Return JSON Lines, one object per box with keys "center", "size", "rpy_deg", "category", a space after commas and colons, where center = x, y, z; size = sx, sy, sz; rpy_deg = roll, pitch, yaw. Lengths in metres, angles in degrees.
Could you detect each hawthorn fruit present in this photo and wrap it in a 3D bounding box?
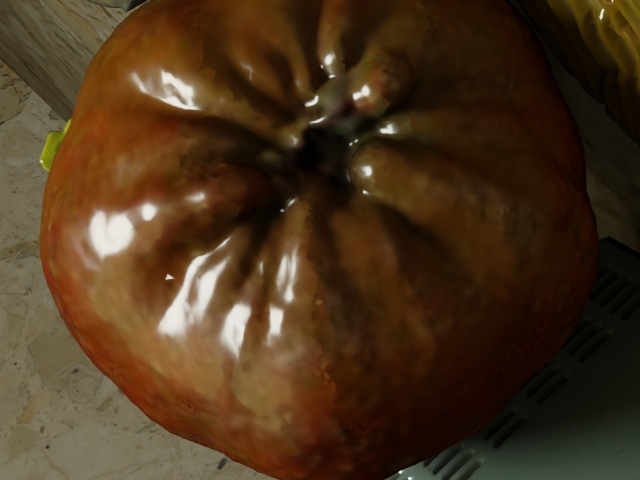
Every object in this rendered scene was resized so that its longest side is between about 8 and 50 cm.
{"center": [0.002, -0.004, 0.593], "size": [0.258, 0.258, 0.262], "rpy_deg": [39, 161, 36], "category": "hawthorn fruit"}

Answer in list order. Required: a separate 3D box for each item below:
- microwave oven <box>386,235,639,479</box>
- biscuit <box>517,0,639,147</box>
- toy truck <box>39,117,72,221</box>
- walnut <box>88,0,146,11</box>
{"center": [0.188, 0.214, 0.732], "size": [0.218, 0.286, 0.355], "rpy_deg": [36, 167, 48], "category": "microwave oven"}
{"center": [0.130, -0.087, 0.491], "size": [0.228, 0.031, 0.176], "rpy_deg": [50, 171, -19], "category": "biscuit"}
{"center": [-0.109, -0.054, 0.969], "size": [0.181, 0.254, 0.405], "rpy_deg": [31, 175, -15], "category": "toy truck"}
{"center": [-0.085, -0.191, 0.580], "size": [0.178, 0.178, 0.230], "rpy_deg": [50, 163, -25], "category": "walnut"}
